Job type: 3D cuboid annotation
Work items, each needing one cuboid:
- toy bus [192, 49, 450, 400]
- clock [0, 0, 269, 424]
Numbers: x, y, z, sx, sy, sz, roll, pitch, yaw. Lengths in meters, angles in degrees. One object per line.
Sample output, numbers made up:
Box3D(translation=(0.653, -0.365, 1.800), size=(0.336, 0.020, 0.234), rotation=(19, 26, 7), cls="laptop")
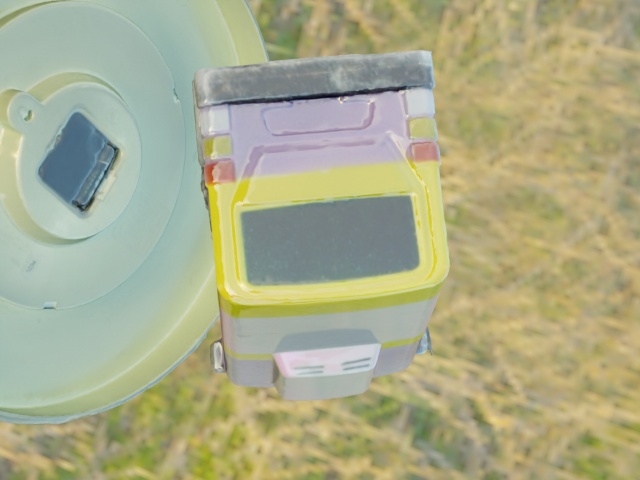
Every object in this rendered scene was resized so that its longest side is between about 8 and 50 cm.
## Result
Box3D(translation=(0.000, 0.000, 0.423), size=(0.102, 0.052, 0.058), rotation=(97, -12, -75), cls="toy bus")
Box3D(translation=(-0.111, -0.035, 0.869), size=(0.235, 0.029, 0.235), rotation=(-10, 105, -42), cls="clock")
